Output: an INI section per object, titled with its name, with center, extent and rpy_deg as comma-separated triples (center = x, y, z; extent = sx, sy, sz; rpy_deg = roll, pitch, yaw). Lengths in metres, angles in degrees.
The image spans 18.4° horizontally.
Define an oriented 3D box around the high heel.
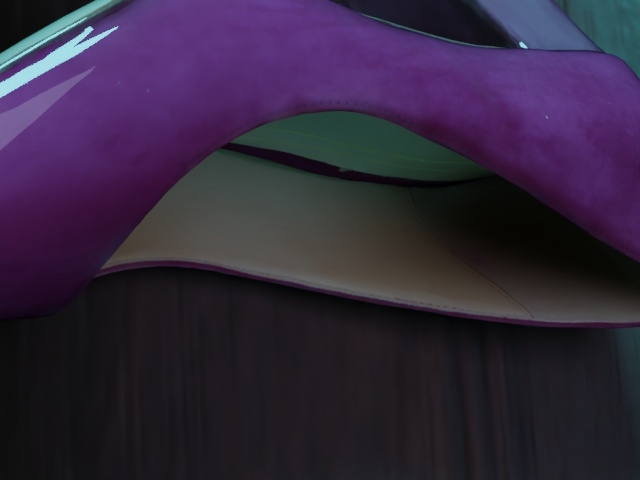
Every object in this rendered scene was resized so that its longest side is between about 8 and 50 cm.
[high heel]
center = 0.000, 0.000, 0.660
extent = 0.377, 0.127, 0.181
rpy_deg = -28, 84, -42
